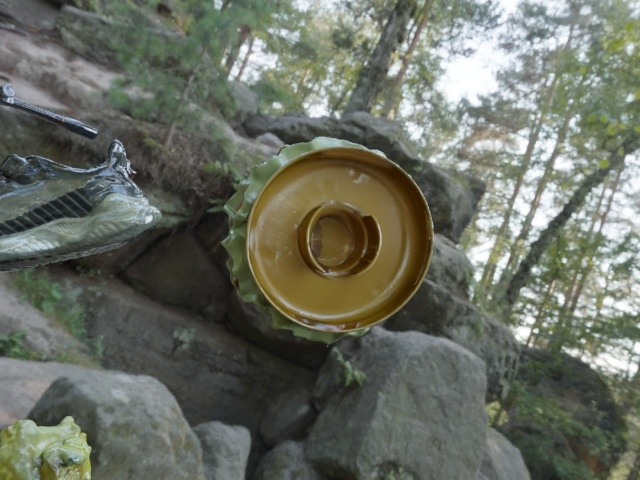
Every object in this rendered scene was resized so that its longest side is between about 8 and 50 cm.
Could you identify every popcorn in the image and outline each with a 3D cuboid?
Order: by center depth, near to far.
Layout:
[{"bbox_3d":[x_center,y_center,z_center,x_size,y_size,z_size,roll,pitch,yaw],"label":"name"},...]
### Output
[{"bbox_3d":[-0.452,0.369,0.870,0.174,0.142,0.173,13,32,-8],"label":"popcorn"}]

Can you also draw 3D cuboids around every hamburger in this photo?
[{"bbox_3d":[0.000,0.000,0.744,0.275,0.274,0.212,22,-6,-14],"label":"hamburger"}]

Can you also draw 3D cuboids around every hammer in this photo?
[{"bbox_3d":[-0.730,-0.330,1.422,0.137,0.037,0.290,-3,-13,35],"label":"hammer"}]

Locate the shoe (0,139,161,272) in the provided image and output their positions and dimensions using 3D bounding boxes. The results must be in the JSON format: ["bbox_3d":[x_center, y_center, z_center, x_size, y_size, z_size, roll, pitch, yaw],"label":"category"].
[{"bbox_3d":[-0.279,-0.033,0.529,0.228,0.112,0.099,-10,-4,-22],"label":"shoe"}]
